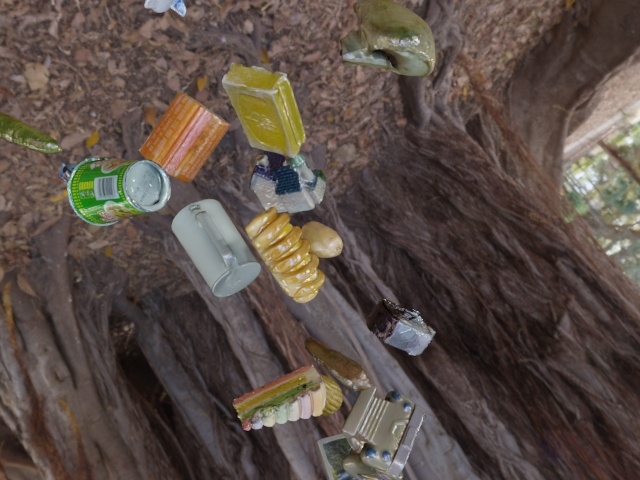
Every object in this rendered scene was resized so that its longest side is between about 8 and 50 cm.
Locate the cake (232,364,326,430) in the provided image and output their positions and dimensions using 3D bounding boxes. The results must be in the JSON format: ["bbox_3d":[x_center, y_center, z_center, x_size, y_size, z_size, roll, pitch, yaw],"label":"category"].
[{"bbox_3d":[-0.095,0.407,1.187,0.226,0.090,0.109,-21,-152,-13],"label":"cake"}]

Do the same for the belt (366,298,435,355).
[{"bbox_3d":[0.343,0.351,1.971,0.164,0.289,0.184,-57,-165,15],"label":"belt"}]

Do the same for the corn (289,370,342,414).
[{"bbox_3d":[-0.023,0.537,1.690,0.144,0.144,0.387,-34,146,2],"label":"corn"}]

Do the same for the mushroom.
[{"bbox_3d":[0.207,-0.623,1.405,0.292,0.217,0.212,4,180,-3],"label":"mushroom"}]

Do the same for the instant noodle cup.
[{"bbox_3d":[-0.559,-0.148,1.350,0.233,0.206,0.207,-1,-170,35],"label":"instant noodle cup"}]

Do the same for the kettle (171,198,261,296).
[{"bbox_3d":[-0.369,0.010,1.725,0.205,0.318,0.265,-14,150,-44],"label":"kettle"}]

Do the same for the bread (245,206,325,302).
[{"bbox_3d":[-0.091,0.041,1.453,0.121,0.311,0.173,-28,-166,25],"label":"bread"}]

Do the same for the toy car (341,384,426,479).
[{"bbox_3d":[0.161,0.603,1.483,0.242,0.226,0.336,-57,174,-31],"label":"toy car"}]

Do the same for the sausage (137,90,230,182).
[{"bbox_3d":[-0.520,-0.399,1.843,0.287,0.233,0.233,-52,166,8],"label":"sausage"}]

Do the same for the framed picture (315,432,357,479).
[{"bbox_3d":[0.119,0.875,1.757,0.241,0.324,0.020,8,141,-42],"label":"framed picture"}]

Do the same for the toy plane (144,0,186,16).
[{"bbox_3d":[-0.346,-0.674,1.135,0.267,0.267,0.122,-38,-166,20],"label":"toy plane"}]

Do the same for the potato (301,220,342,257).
[{"bbox_3d":[0.000,0.000,1.667,0.109,0.178,0.118,-56,139,-4],"label":"potato"}]

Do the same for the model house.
[{"bbox_3d":[-0.160,-0.289,2.150,0.299,0.243,0.284,-9,138,26],"label":"model house"}]

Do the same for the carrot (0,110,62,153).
[{"bbox_3d":[-0.809,-0.290,1.192,0.074,0.359,0.074,20,90,-86],"label":"carrot"}]

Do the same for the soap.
[{"bbox_3d":[-0.170,-0.401,1.503,0.091,0.199,0.315,-63,161,-21],"label":"soap"}]

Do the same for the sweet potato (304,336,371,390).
[{"bbox_3d":[0.035,0.354,1.398,0.075,0.273,0.075,-23,125,-38],"label":"sweet potato"}]

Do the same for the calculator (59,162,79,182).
[{"bbox_3d":[-0.761,-0.172,1.644,0.051,0.293,0.173,-51,-167,5],"label":"calculator"}]
